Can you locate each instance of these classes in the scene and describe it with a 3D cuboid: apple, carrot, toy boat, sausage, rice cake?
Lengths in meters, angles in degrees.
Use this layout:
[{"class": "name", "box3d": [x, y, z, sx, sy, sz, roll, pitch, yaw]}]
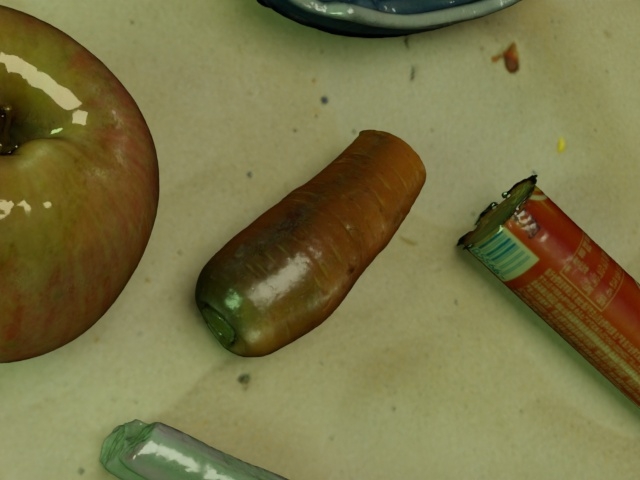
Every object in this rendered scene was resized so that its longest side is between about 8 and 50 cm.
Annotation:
[{"class": "apple", "box3d": [-0.194, -0.032, 0.645, 0.209, 0.164, 0.209, 15, 60, -28]}, {"class": "carrot", "box3d": [0.000, 0.000, 0.766, 0.193, 0.087, 0.087, -42, 94, -27]}, {"class": "toy boat", "box3d": [0.080, -0.224, 0.835, 0.309, 0.142, 0.129, -15, 84, -28]}, {"class": "sausage", "box3d": [0.223, 0.065, 0.856, 0.264, 0.083, 0.083, 42, 63, -10]}, {"class": "rice cake", "box3d": [-0.029, 0.169, 0.706, 0.222, 0.080, 0.042, 28, 69, -14]}]
